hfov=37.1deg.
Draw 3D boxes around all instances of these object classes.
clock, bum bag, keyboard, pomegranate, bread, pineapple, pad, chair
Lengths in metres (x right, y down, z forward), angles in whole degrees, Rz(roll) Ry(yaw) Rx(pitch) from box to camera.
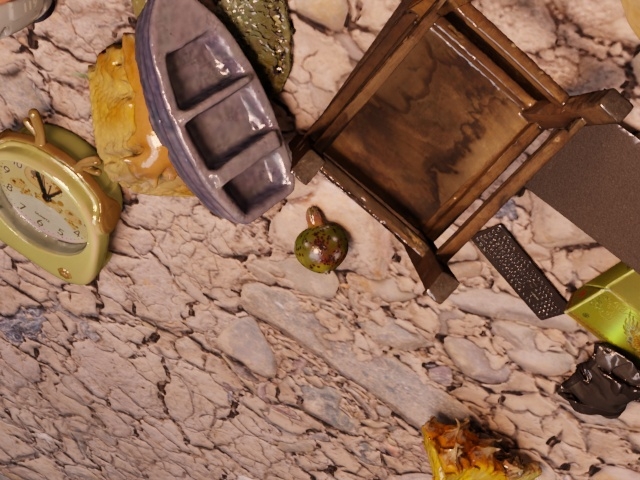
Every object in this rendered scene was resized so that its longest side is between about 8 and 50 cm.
[{"bbox_3d":[-0.402,-0.075,1.439,0.235,0.096,0.308,36,141,-1],"label":"clock"},{"bbox_3d":[0.359,0.189,1.211,0.087,0.049,0.198,30,158,11],"label":"bum bag"},{"bbox_3d":[0.250,0.041,1.186,0.155,0.010,0.053,47,138,-16],"label":"keyboard"},{"bbox_3d":[0.003,0.001,1.272,0.073,0.073,0.085,17,114,19],"label":"pomegranate"},{"bbox_3d":[-0.206,-0.128,1.207,0.174,0.133,0.251,-9,131,49],"label":"bread"},{"bbox_3d":[0.235,0.326,1.442,0.164,0.140,0.250,-26,141,3],"label":"pineapple"},{"bbox_3d":[0.324,-0.044,1.011,0.211,0.003,0.143,41,141,13],"label":"pad"},{"bbox_3d":[0.109,-0.120,0.998,0.203,0.416,0.241,39,96,-8],"label":"chair"}]

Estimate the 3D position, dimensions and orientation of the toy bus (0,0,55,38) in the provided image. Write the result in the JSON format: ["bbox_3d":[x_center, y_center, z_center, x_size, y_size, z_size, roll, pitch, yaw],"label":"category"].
[{"bbox_3d":[-0.469,-0.347,1.136,0.287,0.194,0.232,16,130,20],"label":"toy bus"}]

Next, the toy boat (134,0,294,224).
[{"bbox_3d":[-0.130,-0.157,1.106,0.078,0.127,0.283,10,130,57],"label":"toy boat"}]

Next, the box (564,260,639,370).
[{"bbox_3d":[0.434,0.057,1.052,0.173,0.043,0.311,37,142,-6],"label":"box"}]

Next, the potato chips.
[{"bbox_3d":[-0.134,-0.249,1.131,0.219,0.029,0.202,31,144,0],"label":"potato chips"}]

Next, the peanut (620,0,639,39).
[{"bbox_3d":[0.339,-0.184,0.812,0.123,0.123,0.257,-17,116,44],"label":"peanut"}]
